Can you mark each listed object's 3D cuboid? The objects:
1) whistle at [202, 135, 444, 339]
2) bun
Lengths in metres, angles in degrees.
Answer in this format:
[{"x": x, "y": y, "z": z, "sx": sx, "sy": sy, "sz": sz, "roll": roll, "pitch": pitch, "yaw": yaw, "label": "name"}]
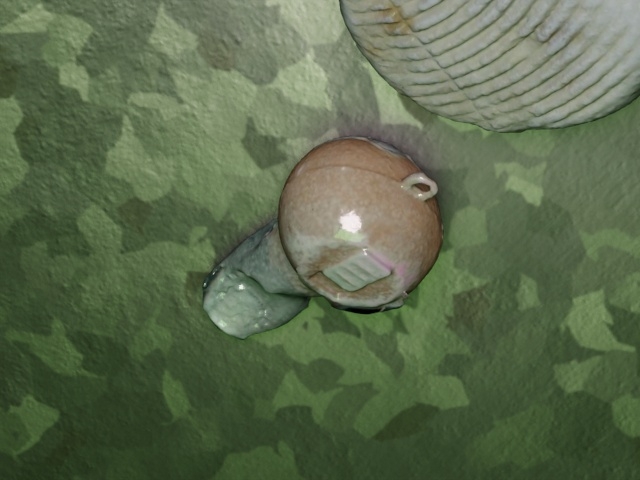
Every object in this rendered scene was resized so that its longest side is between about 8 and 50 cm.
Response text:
[{"x": 0.000, "y": 0.000, "z": 1.534, "sx": 0.348, "sy": 0.189, "sz": 0.189, "roll": -31, "pitch": 104, "yaw": 40, "label": "whistle"}, {"x": 0.181, "y": -0.262, "z": 1.359, "sx": 0.354, "sy": 0.194, "sz": 0.354, "roll": 13, "pitch": 143, "yaw": 10, "label": "bun"}]
